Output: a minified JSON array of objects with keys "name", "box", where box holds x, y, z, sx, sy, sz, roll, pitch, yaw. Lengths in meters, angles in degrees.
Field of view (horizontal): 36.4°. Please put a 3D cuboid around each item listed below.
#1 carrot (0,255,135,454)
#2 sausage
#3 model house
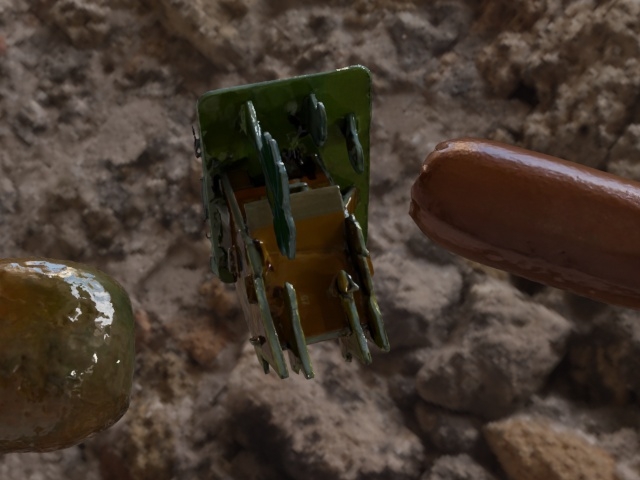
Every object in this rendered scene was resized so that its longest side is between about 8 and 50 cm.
[{"name":"carrot","box":[-0.381,0.126,1.069,0.341,0.224,0.224,1,4,-16]},{"name":"sausage","box":[0.151,-0.006,0.572,0.198,0.076,0.076,18,-13,13]},{"name":"model house","box":[0.000,0.000,1.213,0.312,0.243,0.357,-117,-159,-44]}]
